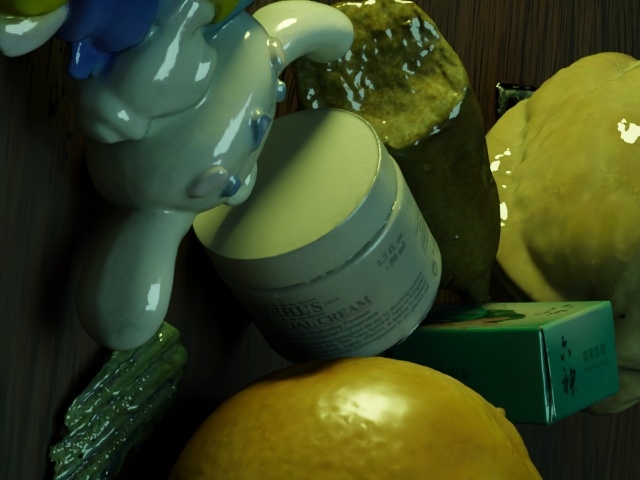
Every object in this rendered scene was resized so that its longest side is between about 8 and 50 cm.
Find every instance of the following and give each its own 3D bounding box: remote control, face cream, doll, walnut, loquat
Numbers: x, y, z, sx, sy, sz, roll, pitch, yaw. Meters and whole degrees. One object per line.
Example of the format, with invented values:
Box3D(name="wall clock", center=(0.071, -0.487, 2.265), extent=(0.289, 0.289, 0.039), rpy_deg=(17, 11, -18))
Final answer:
Box3D(name="remote control", center=(0.221, -0.154, 2.090), extent=(0.096, 0.014, 0.039), rpy_deg=(0, 91, -56))
Box3D(name="face cream", center=(0.000, 0.000, 1.607), extent=(0.153, 0.177, 0.177), rpy_deg=(59, 44, -39))
Box3D(name="doll", center=(-0.111, -0.158, 1.428), extent=(0.376, 0.187, 0.365), rpy_deg=(-79, 155, -44))
Box3D(name="walnut", center=(0.319, -0.011, 1.963), extent=(0.381, 0.381, 0.381), rpy_deg=(-1, 91, -57))
Box3D(name="loquat", center=(0.027, 0.249, 1.525), extent=(0.328, 0.328, 0.328), rpy_deg=(-1, 91, -57))

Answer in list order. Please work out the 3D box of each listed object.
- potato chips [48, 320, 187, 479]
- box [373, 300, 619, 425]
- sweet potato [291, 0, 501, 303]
Box3D(name="potato chips", center=(-0.163, 0.132, 1.498), extent=(0.207, 0.028, 0.092), rpy_deg=(-50, 129, -46))
Box3D(name="box", center=(0.136, 0.111, 1.754), extent=(0.153, 0.245, 0.092), rpy_deg=(-12, 98, -57))
Box3D(name="sweet potato", center=(0.086, -0.068, 1.771), extent=(0.157, 0.158, 0.369), rpy_deg=(-65, 150, -32))
